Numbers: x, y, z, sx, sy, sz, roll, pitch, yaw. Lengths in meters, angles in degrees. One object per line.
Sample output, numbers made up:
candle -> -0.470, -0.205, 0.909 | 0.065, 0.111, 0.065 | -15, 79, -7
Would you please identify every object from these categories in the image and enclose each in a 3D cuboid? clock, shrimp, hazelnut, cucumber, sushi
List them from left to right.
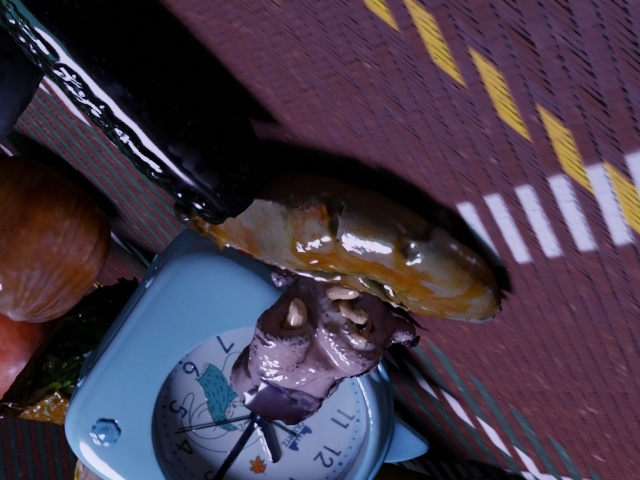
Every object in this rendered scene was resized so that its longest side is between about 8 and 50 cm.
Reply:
hazelnut -> -0.278, 0.002, 1.536 | 0.150, 0.150, 0.150 | 34, 166, 10
cucumber -> -0.123, -0.106, 0.969 | 0.241, 0.074, 0.074 | 45, 163, -32
sushi -> -0.200, 0.109, 1.603 | 0.287, 0.149, 0.140 | 3, 173, -36
clock -> -0.054, 0.137, 1.325 | 0.274, 0.224, 0.094 | 34, -166, -13
shrimp -> -0.001, 0.001, 1.063 | 0.294, 0.062, 0.154 | 18, 164, 47

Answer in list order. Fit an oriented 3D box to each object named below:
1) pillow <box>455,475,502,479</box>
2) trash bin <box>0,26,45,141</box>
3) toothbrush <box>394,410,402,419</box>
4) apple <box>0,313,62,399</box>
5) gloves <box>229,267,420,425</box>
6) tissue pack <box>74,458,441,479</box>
pillow -> 0.214, 0.304, 1.496 | 0.214, 0.086, 0.233 | 26, 161, 46
trash bin -> -0.260, -0.135, 1.038 | 0.161, 0.175, 0.175 | 31, 169, -22
toothbrush -> -0.036, 0.131, 1.642 | 0.040, 0.040, 0.386 | 46, 167, -34
apple -> -0.355, 0.016, 1.681 | 0.251, 0.163, 0.293 | 47, -168, -32
gloves -> -0.007, 0.073, 1.207 | 0.110, 0.144, 0.094 | 44, -153, -28
tissue pack -> -0.035, 0.349, 1.549 | 0.228, 0.293, 0.382 | -21, 151, 29
